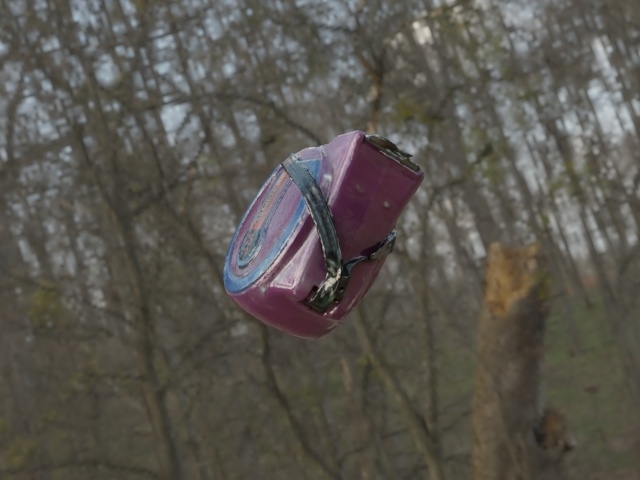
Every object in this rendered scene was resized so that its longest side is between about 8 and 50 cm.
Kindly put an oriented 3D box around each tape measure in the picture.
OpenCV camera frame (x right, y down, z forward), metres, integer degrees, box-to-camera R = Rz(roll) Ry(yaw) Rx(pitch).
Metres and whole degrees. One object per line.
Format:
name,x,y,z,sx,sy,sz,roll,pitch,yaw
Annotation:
tape measure,0.000,0.000,1.533,0.149,0.231,0.245,29,-13,-22
